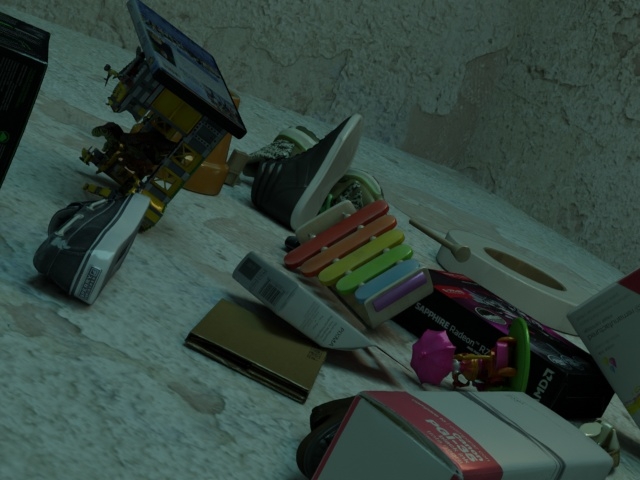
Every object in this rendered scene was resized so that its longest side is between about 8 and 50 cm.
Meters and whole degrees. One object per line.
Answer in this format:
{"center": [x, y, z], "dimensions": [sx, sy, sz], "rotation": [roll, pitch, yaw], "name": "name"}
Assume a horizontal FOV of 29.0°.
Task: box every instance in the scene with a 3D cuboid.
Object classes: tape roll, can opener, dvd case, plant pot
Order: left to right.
{"center": [-0.209, -0.269, 1.914], "dimensions": [0.180, 0.022, 0.253], "rotation": [35, 18, -36], "name": "dvd case"}
{"center": [-0.249, -0.215, 2.363], "dimensions": [0.205, 0.188, 0.205], "rotation": [24, 11, -5], "name": "plant pot"}
{"center": [0.000, 0.000, 2.262], "dimensions": [0.073, 0.059, 0.186], "rotation": [29, 12, 19], "name": "can opener"}
{"center": [0.447, 0.092, 2.786], "dimensions": [0.392, 0.072, 0.392], "rotation": [25, 11, -5], "name": "tape roll"}

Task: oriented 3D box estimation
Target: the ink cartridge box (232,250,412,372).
{"center": [-0.001, 0.118, 1.750], "dimensions": [0.232, 0.066, 0.189], "rotation": [44, -6, -27], "name": "ink cartridge box"}

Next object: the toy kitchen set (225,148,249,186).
{"center": [-0.179, -0.157, 2.537], "dimensions": [0.068, 0.075, 0.083], "rotation": [18, 18, -39], "name": "toy kitchen set"}

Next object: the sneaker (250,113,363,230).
{"center": [-0.032, -0.158, 2.447], "dimensions": [0.147, 0.296, 0.104], "rotation": [23, -28, 21], "name": "sneaker"}

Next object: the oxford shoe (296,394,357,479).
{"center": [0.020, 0.217, 1.339], "dimensions": [0.096, 0.083, 0.227], "rotation": [6, 5, 25], "name": "oxford shoe"}

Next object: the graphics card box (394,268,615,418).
{"center": [0.298, 0.167, 2.073], "dimensions": [0.371, 0.094, 0.233], "rotation": [35, 14, 35], "name": "graphics card box"}

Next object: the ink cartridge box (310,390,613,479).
{"center": [0.104, 0.239, 1.039], "dimensions": [0.117, 0.207, 0.283], "rotation": [35, 15, 34], "name": "ink cartridge box"}

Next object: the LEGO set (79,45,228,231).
{"center": [-0.301, -0.182, 1.948], "dimensions": [0.192, 0.255, 0.331], "rotation": [39, 13, -23], "name": "LEGO set"}

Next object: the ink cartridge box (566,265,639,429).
{"center": [0.573, 0.182, 1.960], "dimensions": [0.306, 0.226, 0.131], "rotation": [59, 26, 11], "name": "ink cartridge box"}

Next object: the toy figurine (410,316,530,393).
{"center": [0.209, 0.179, 1.817], "dimensions": [0.159, 0.130, 0.173], "rotation": [5, -21, -4], "name": "toy figurine"}

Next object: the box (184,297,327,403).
{"center": [-0.077, 0.136, 1.582], "dimensions": [0.164, 0.021, 0.201], "rotation": [26, 12, 2], "name": "box"}

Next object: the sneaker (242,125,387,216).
{"center": [-0.021, -0.086, 2.538], "dimensions": [0.182, 0.158, 0.410], "rotation": [-21, 40, -30], "name": "sneaker"}

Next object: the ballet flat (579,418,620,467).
{"center": [0.395, 0.293, 1.778], "dimensions": [0.073, 0.067, 0.206], "rotation": [32, 13, 26], "name": "ballet flat"}

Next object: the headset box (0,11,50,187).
{"center": [-0.444, -0.159, 1.551], "dimensions": [0.131, 0.246, 0.283], "rotation": [21, 11, -18], "name": "headset box"}

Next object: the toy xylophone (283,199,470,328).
{"center": [0.095, 0.025, 2.039], "dimensions": [0.322, 0.236, 0.081], "rotation": [31, -29, 54], "name": "toy xylophone"}

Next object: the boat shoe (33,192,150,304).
{"center": [-0.294, -0.008, 1.576], "dimensions": [0.102, 0.108, 0.301], "rotation": [26, 18, -5], "name": "boat shoe"}
